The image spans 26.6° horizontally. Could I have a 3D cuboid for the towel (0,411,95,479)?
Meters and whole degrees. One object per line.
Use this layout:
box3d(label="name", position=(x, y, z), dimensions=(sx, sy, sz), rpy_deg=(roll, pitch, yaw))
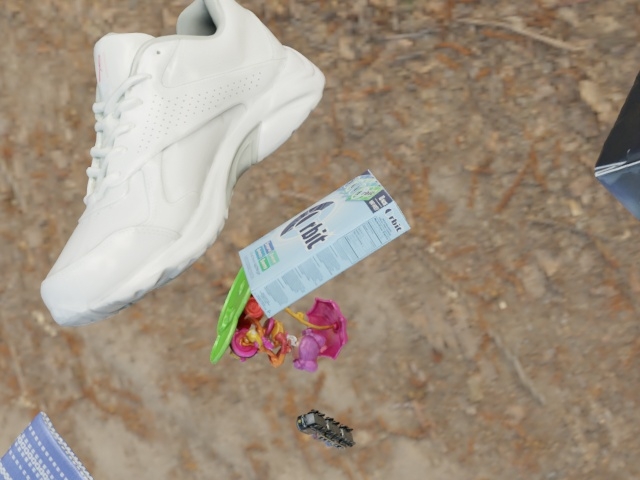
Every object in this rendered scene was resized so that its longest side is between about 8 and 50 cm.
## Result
box3d(label="towel", position=(-0.285, 0.366, 1.306), dimensions=(0.243, 0.040, 0.336), rpy_deg=(46, 111, 22))

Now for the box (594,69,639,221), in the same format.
box3d(label="box", position=(0.476, -0.037, 1.082), dimensions=(0.395, 0.212, 0.293), rpy_deg=(40, 151, -19))

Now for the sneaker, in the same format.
box3d(label="sneaker", position=(-0.097, -0.053, 0.748), dimensions=(0.115, 0.232, 0.090), rpy_deg=(47, 140, -17))

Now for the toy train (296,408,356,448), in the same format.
box3d(label="toy train", position=(0.006, 0.236, 1.671), dimensions=(0.036, 0.158, 0.027), rpy_deg=(-18, 68, 15))

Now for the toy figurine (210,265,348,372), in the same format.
box3d(label="toy figurine", position=(-0.042, 0.114, 1.755), dimensions=(0.159, 0.173, 0.130), rpy_deg=(26, 144, -11))

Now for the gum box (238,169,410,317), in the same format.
box3d(label="gum box", position=(0.000, 0.000, 1.532), dimensions=(0.184, 0.157, 0.041), rpy_deg=(-32, 108, 1))
